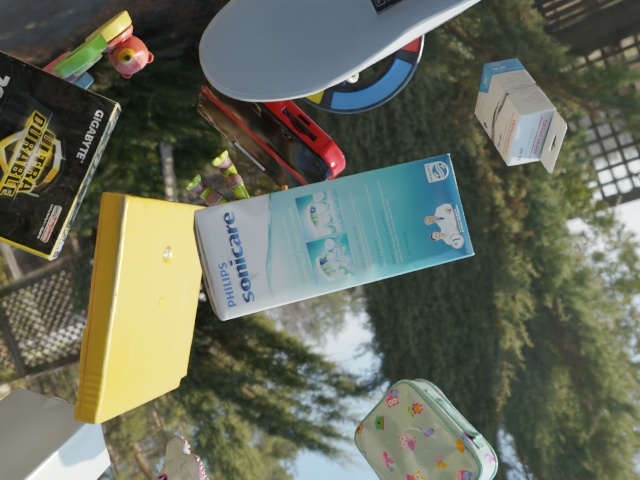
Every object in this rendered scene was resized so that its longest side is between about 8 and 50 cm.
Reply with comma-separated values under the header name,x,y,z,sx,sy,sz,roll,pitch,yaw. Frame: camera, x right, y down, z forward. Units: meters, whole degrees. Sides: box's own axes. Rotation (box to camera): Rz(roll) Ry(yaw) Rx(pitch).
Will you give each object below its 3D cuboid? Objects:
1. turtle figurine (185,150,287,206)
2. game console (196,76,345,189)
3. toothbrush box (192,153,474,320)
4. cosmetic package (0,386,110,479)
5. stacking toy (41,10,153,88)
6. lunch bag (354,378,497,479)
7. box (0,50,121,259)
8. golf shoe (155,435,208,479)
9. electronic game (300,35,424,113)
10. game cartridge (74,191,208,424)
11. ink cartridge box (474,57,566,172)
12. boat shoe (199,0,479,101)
name,x,y,z,sx,sy,sz,roll,pitch,yaw
turtle figurine,-0.141,-0.068,1.255,0.269,0.217,0.087,-38,-171,18
game console,-0.129,-0.260,1.540,0.060,0.386,0.342,-49,-175,-18
toothbrush box,0.000,0.000,0.790,0.296,0.126,0.216,-15,179,-11
cosmetic package,-0.591,0.453,1.149,0.217,0.156,0.385,11,-151,23
stacking toy,-0.556,-0.382,1.516,0.309,0.130,0.279,-29,-151,14
lunch bag,0.224,0.441,1.349,0.224,0.279,0.108,-52,146,13
box,-0.558,-0.160,1.199,0.257,0.322,0.079,23,176,-11
golf shoe,-0.420,0.654,1.846,0.140,0.115,0.306,-27,-170,-21
electronic game,0.036,-0.299,0.939,0.229,0.229,0.048,-19,-158,16
game cartridge,-0.272,0.094,1.014,0.053,0.323,0.285,10,-179,14
ink cartridge box,0.314,-0.196,1.029,0.060,0.180,0.104,-10,139,-8
boat shoe,0.040,-0.264,0.742,0.367,0.135,0.156,-27,-173,3
